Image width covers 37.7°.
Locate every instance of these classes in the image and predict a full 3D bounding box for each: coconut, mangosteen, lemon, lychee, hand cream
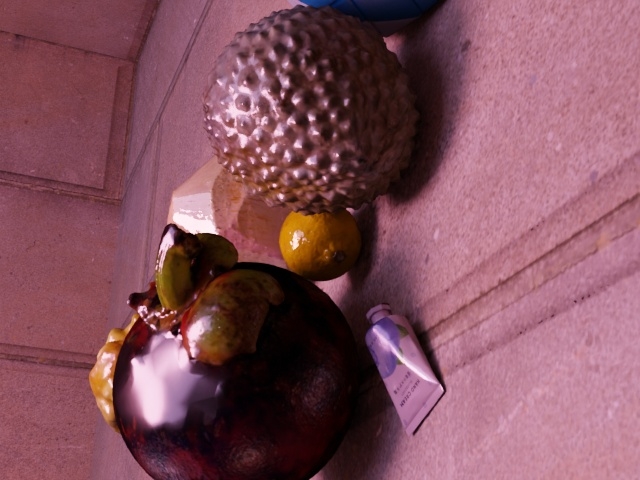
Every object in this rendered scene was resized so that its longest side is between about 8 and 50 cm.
[{"bbox_3d":[-0.117,-0.031,1.401,0.197,0.236,0.237,165,114,-71],"label":"coconut"},{"bbox_3d":[-0.118,0.151,1.124,0.306,0.359,0.306,-17,47,19],"label":"mangosteen"},{"bbox_3d":[0.000,0.000,1.230,0.133,0.109,0.109,-130,52,-59],"label":"lemon"},{"bbox_3d":[-0.012,-0.149,1.128,0.274,0.255,0.255,54,133,43],"label":"lychee"},{"bbox_3d":[0.086,0.131,1.021,0.084,0.053,0.142,-62,36,39],"label":"hand cream"}]

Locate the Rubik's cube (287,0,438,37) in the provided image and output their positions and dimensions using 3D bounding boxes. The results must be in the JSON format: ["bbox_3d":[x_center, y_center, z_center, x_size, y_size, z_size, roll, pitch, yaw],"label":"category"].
[{"bbox_3d":[0.011,-0.339,1.178,0.254,0.254,0.255,-170,90,-71],"label":"Rubik's cube"}]

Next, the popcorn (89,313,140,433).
[{"bbox_3d":[-0.206,0.222,1.455,0.252,0.286,0.215,94,-173,-46],"label":"popcorn"}]
